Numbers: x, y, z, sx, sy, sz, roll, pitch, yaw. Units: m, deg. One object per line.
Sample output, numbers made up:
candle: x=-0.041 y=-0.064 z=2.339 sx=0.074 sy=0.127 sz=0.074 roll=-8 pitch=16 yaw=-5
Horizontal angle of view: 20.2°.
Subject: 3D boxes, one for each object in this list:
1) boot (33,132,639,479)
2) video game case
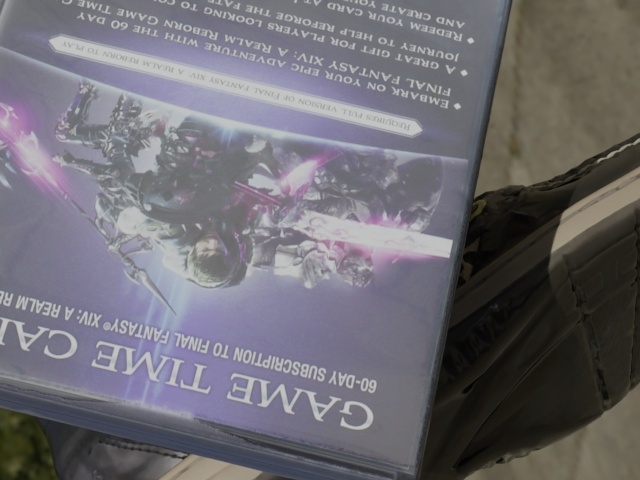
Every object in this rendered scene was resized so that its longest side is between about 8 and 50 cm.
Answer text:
boot: x=0.000 y=0.000 z=0.883 sx=0.284 sy=0.377 sz=0.138 roll=41 pitch=155 yaw=37
video game case: x=-0.034 y=-0.050 z=0.689 sx=0.026 sy=0.196 sz=0.274 roll=105 pitch=179 yaw=-63
